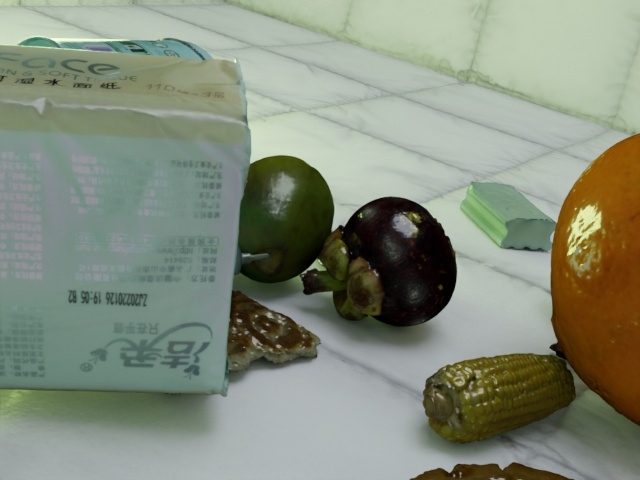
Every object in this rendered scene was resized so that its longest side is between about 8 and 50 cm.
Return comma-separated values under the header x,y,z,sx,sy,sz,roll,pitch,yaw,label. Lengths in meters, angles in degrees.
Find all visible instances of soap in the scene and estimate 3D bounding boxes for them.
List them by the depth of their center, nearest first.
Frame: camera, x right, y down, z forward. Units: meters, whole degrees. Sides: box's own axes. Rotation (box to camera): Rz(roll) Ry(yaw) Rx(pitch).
x,y,z,sx,sy,sz,roll,pitch,yaw,label
0.357,-0.049,1.915,0.115,0.063,0.198,3,23,-19,soap

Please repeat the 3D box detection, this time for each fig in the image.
x,y,z,sx,sy,sz,roll,pitch,yaw,label
-0.068,-0.024,1.448,0.181,0.181,0.191,10,37,-7,fig

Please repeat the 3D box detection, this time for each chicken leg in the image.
x,y,z,sx,sy,sz,roll,pitch,yaw,label
0.367,0.167,1.430,0.083,0.021,0.036,20,13,16,chicken leg

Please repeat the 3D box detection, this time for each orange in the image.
x,y,z,sx,sy,sz,roll,pitch,yaw,label
0.476,0.062,1.272,0.424,0.326,0.424,28,43,-30,orange

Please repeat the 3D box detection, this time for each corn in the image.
x,y,z,sx,sy,sz,roll,pitch,yaw,label
0.216,0.184,1.203,0.262,0.097,0.097,-1,25,-43,corn

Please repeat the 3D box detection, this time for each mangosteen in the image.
x,y,z,sx,sy,sz,roll,pitch,yaw,label
0.080,0.041,1.399,0.217,0.192,0.192,-23,28,-4,mangosteen

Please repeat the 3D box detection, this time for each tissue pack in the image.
x,y,z,sx,sy,sz,roll,pitch,yaw,label
-0.286,-0.022,1.024,0.405,0.331,0.205,2,29,-9,tissue pack

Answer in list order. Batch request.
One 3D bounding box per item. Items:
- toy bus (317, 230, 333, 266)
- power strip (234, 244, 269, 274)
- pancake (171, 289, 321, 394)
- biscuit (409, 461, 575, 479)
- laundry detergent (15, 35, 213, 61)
x,y,z,sx,sy,sz,roll,pitch,yaw,label
0.000,0.000,1.600,0.037,0.052,0.130,0,22,-20,toy bus
-0.178,0.026,1.347,0.216,0.044,0.137,-2,-2,16,power strip
-0.111,0.128,1.239,0.245,0.057,0.266,15,24,-19,pancake
0.196,0.292,0.931,0.296,0.075,0.296,11,18,-4,biscuit
-0.292,-0.165,1.521,0.305,0.287,0.287,-10,30,-45,laundry detergent
